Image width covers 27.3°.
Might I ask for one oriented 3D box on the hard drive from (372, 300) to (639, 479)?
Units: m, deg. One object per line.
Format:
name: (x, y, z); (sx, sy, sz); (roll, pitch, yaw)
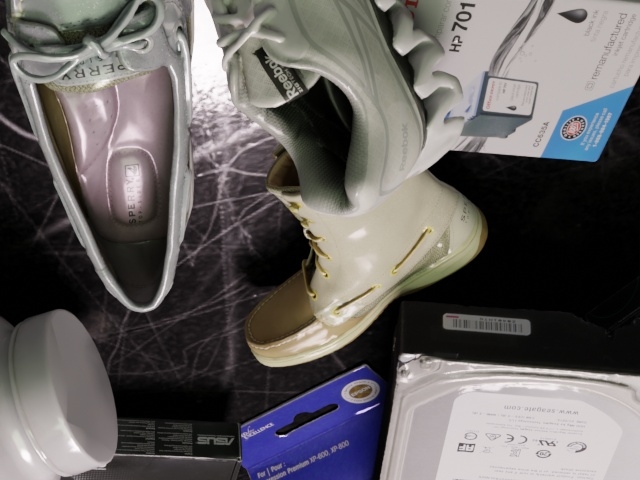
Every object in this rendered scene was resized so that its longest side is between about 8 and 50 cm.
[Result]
hard drive: (0.165, 0.186, 1.106); (0.237, 0.064, 0.339); (5, 139, -1)

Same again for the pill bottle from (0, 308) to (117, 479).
pill bottle: (-0.330, 0.161, 1.018); (0.323, 0.181, 0.181); (-18, 137, 8)

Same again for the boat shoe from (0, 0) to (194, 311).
boat shoe: (-0.134, -0.090, 0.848); (0.118, 0.103, 0.320); (-5, 137, -5)

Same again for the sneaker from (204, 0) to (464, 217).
sneaker: (-0.022, -0.145, 0.741); (0.110, 0.118, 0.292); (-17, 112, 43)

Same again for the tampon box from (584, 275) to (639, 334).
tampon box: (0.336, 0.099, 1.141); (0.161, 0.101, 0.120); (27, 126, -33)

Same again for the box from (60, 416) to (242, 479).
box: (-0.178, 0.222, 1.196); (0.191, 0.045, 0.184); (5, 144, -12)

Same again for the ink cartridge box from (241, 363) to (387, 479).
ink cartridge box: (0.071, 0.262, 1.296); (0.176, 0.069, 0.371); (-29, 132, 19)

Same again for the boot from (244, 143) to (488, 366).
boot: (0.000, 0.000, 0.984); (0.213, 0.077, 0.165); (-32, 137, 15)

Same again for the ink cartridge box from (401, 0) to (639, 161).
ink cartridge box: (0.110, -0.132, 0.869); (0.191, 0.082, 0.139); (2, 136, -14)
